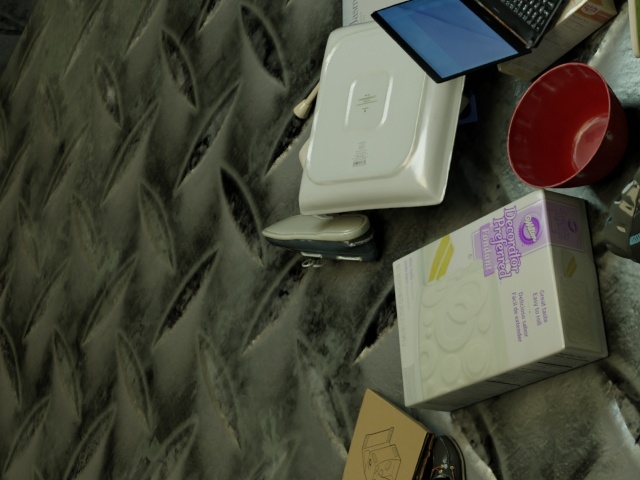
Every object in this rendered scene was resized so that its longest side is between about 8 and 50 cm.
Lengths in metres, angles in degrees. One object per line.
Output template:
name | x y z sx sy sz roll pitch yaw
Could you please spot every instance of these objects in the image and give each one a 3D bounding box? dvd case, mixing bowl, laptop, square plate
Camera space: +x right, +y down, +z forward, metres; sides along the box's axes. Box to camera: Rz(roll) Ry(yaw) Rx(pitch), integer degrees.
dvd case | 0.120 -0.429 2.258 0.253 0.022 0.180 -24 62 50
mixing bowl | 0.359 -0.145 1.764 0.181 0.098 0.181 -28 53 44
laptop | 0.232 -0.379 1.867 0.264 0.136 0.234 -60 39 22
square plate | 0.093 -0.218 2.064 0.347 0.049 0.344 -4 71 50

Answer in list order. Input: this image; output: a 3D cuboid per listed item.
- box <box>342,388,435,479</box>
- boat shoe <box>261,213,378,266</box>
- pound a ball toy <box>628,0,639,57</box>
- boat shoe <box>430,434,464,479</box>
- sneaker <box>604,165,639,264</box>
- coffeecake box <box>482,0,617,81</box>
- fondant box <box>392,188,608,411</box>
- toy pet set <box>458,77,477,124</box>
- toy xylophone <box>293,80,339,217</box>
box | 0.104 0.346 2.024 0.201 0.021 0.164 28 104 61
boat shoe | 0.000 0.000 2.232 0.254 0.095 0.079 -2 119 42
pound a ball toy | 0.501 -0.346 1.573 0.208 0.136 0.319 7 112 45
boat shoe | 0.189 0.354 1.910 0.049 0.042 0.133 -40 48 44
sneaker | 0.455 -0.109 1.523 0.139 0.125 0.341 35 130 39
coffeecake box | 0.336 -0.350 1.892 0.185 0.068 0.142 -38 50 42
fondant box | 0.251 0.095 1.855 0.330 0.096 0.238 -28 58 46
toy pet set | 0.227 -0.231 2.037 0.122 0.065 0.114 -54 9 17
toy xylophone | 0.060 -0.205 2.222 0.323 0.081 0.236 -43 48 39
